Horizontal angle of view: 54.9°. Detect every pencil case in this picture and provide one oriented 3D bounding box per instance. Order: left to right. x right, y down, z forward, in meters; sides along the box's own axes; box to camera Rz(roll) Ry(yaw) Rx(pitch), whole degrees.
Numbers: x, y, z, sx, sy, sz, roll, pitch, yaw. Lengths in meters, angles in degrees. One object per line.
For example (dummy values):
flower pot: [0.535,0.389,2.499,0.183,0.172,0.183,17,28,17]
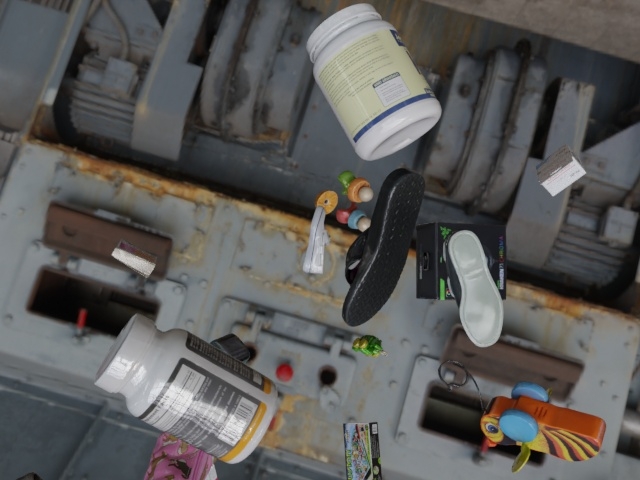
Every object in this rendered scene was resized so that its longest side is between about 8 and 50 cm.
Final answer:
pencil case: [-0.339,0.601,1.362,0.160,0.167,0.386,6,-147,3]

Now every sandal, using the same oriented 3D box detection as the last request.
sandal: [0.149,0.016,1.606,0.167,0.445,0.107,0,-155,-43]

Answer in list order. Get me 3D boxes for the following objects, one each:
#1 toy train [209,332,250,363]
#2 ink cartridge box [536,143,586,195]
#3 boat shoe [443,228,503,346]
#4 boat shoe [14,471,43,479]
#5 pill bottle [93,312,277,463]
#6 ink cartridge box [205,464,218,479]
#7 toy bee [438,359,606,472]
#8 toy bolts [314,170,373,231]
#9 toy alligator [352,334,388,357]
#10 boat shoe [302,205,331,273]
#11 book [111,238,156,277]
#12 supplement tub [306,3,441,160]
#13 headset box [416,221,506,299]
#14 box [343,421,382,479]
toy train: [-0.352,0.382,1.758,0.142,0.190,0.334,47,-150,20]
ink cartridge box: [0.640,-0.184,1.642,0.060,0.104,0.180,47,-153,-7]
boat shoe: [0.386,0.116,1.564,0.114,0.302,0.091,-10,-175,-2]
boat shoe: [-0.605,0.679,1.448,0.335,0.095,0.112,53,168,-20]
pill bottle: [-0.225,0.248,1.046,0.278,0.162,0.162,34,167,-16]
ink cartridge box: [-0.403,0.766,1.935,0.150,0.109,0.063,-21,-158,-30]
toy bee: [0.385,0.347,1.196,0.298,0.195,0.162,37,144,40]
toy bolts: [0.115,-0.123,2.435,0.158,0.218,0.228,38,155,44]
toy alligator: [0.141,0.279,1.652,0.056,0.051,0.190,37,161,-16]
boat shoe: [0.000,0.000,2.038,0.076,0.226,0.083,12,-179,4]
book: [-0.435,0.036,1.446,0.096,0.035,0.144,31,-179,-14]
supplement tub: [0.126,-0.390,1.530,0.235,0.325,0.235,-28,172,-4]
headset box: [0.442,0.068,1.978,0.283,0.246,0.131,3,176,-21]
box: [0.119,0.620,1.733,0.036,0.207,0.114,9,160,-38]
